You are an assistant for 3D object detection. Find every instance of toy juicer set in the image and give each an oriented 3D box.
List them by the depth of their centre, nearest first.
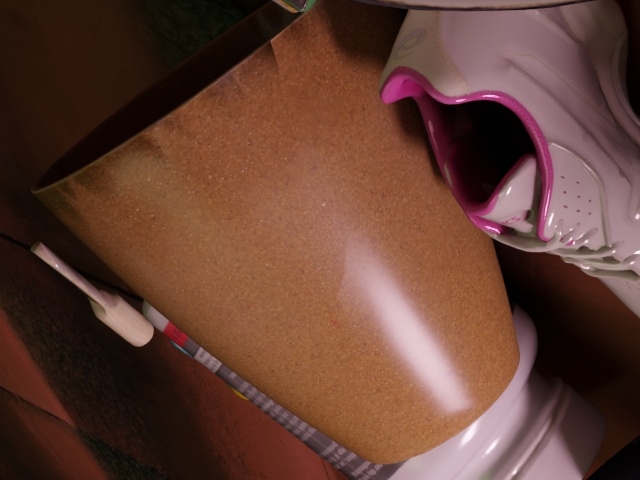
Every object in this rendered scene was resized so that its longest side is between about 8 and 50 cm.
[{"bbox_3d":[-0.088,0.077,1.237,0.329,0.089,0.209,23,163,10],"label":"toy juicer set"}]

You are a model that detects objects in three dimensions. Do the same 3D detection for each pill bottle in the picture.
[{"bbox_3d":[0.044,0.080,0.970,0.318,0.176,0.176,38,153,0],"label":"pill bottle"}]

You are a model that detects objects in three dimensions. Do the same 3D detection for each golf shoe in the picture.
[{"bbox_3d":[0.132,-0.032,0.735,0.115,0.140,0.306,-2,135,49],"label":"golf shoe"}]

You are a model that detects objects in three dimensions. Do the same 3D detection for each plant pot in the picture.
[{"bbox_3d":[0.000,0.000,0.791,0.254,0.237,0.237,55,149,-14],"label":"plant pot"}]

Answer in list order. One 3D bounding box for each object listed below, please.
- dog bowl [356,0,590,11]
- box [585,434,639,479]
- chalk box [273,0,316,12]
[{"bbox_3d":[0.044,-0.274,0.328,0.408,0.150,0.408,17,126,25],"label":"dog bowl"},{"bbox_3d":[0.285,0.231,0.924,0.207,0.108,0.153,52,161,7],"label":"box"},{"bbox_3d":[-0.014,-0.213,0.636,0.132,0.132,0.213,35,154,2],"label":"chalk box"}]
